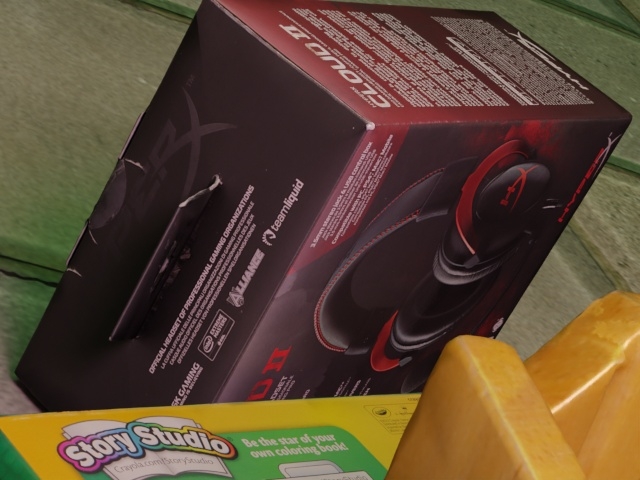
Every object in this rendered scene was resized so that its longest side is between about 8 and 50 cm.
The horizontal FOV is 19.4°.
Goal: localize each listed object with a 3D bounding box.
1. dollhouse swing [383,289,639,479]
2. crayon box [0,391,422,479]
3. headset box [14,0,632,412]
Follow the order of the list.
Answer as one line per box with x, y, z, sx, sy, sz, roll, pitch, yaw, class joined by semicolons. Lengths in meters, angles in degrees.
0.200;0.232;0.615;0.347;0.315;0.305;10;18;-40;dollhouse swing
-0.006;0.148;0.780;0.278;0.081;0.165;2;34;-48;crayon box
0.000;0.000;0.922;0.110;0.218;0.293;40;24;25;headset box
